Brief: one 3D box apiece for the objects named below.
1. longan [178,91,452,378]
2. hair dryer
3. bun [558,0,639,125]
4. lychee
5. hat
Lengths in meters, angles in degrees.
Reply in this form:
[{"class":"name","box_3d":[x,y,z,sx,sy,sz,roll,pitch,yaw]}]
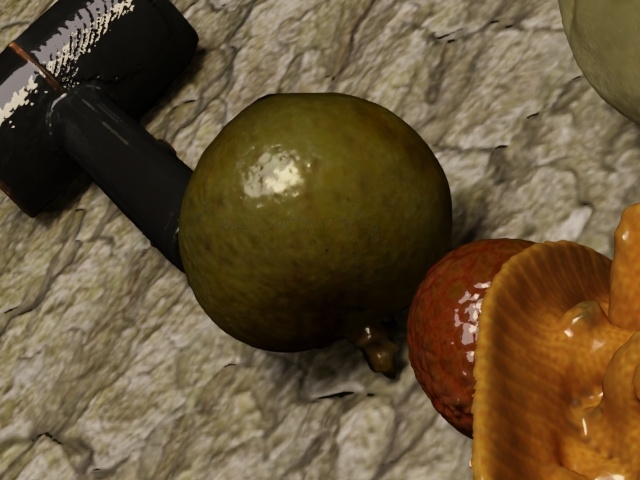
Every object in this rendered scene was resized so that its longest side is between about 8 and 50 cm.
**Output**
[{"class":"longan","box_3d":[0.000,0.000,1.072,0.154,0.145,0.176,-35,71,52]},{"class":"hair dryer","box_3d":[-0.117,-0.064,1.305,0.189,0.107,0.352,-45,42,-5]},{"class":"bun","box_3d":[0.230,-0.169,0.988,0.259,0.160,0.259,-27,41,26]},{"class":"lychee","box_3d":[0.091,0.042,0.955,0.114,0.101,0.140,-32,41,34]},{"class":"hat","box_3d":[0.206,0.062,0.691,0.233,0.244,0.233,-29,79,32]}]
